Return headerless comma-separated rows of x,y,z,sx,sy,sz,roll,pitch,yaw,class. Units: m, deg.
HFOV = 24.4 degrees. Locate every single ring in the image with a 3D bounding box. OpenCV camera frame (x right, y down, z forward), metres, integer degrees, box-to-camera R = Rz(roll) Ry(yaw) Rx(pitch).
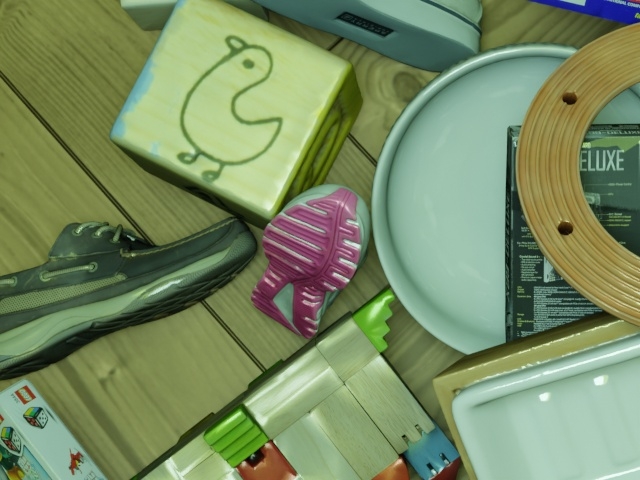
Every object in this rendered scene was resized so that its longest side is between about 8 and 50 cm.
0.346,-0.060,1.351,0.337,0.032,0.336,-2,62,4,ring

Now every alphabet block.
-0.085,-0.131,1.604,0.197,0.193,0.192,26,87,9,alphabet block

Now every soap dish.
0.280,0.174,1.407,0.291,0.118,0.229,-19,109,12,soap dish

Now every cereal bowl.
0.221,-0.045,1.562,0.339,0.141,0.339,1,104,4,cereal bowl

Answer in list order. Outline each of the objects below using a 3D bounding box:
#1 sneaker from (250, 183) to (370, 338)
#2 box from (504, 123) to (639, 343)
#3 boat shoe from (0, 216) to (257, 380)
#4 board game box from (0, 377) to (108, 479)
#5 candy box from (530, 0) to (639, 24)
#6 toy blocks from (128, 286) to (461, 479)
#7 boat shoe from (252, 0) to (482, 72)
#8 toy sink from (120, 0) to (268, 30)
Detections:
0.000,0.000,1.545,0.103,0.252,0.111,33,61,1,sneaker
0.336,0.008,1.453,0.307,0.076,0.242,-1,105,6,box
-0.247,0.038,1.627,0.355,0.132,0.130,-22,81,1,boat shoe
-0.269,0.317,1.572,0.305,0.053,0.193,49,134,10,board game box
0.373,-0.360,1.553,0.268,0.122,0.317,14,48,8,candy box
-0.002,0.266,1.564,0.381,0.191,0.261,-38,92,0,toy blocks
0.033,-0.316,1.586,0.367,0.136,0.156,19,70,-28,boat shoe
-0.144,-0.368,1.675,0.153,0.131,0.234,-4,85,5,toy sink
